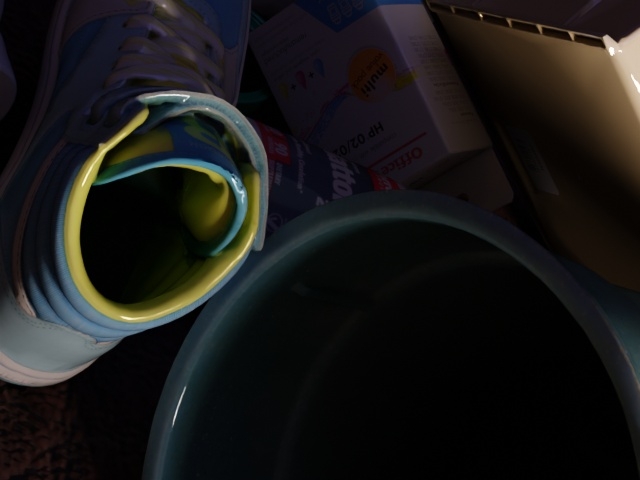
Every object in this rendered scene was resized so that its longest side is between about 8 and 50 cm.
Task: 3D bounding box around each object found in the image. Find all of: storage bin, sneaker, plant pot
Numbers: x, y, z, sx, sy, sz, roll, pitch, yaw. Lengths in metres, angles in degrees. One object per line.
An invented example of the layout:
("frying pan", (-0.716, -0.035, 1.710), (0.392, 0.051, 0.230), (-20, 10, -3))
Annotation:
("storage bin", (0.213, -0.072, 1.284), (0.123, 0.260, 0.262), (-36, 115, -13))
("sneaker", (-0.078, -0.075, 1.063), (0.127, 0.208, 0.319), (26, 69, -24))
("plant pot", (0.136, 0.163, 1.065), (0.334, 0.341, 0.341), (9, 52, -46))

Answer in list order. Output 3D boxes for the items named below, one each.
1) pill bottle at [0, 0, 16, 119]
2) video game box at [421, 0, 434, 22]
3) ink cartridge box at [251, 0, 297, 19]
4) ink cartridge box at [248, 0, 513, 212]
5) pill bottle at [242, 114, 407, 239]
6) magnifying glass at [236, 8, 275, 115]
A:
("pill bottle", (-0.252, -0.165, 1.127), (0.121, 0.121, 0.221), (0, 59, -41))
("video game box", (0.112, -0.271, 1.459), (0.048, 0.205, 0.187), (29, 44, -22))
("ink cartridge box", (0.040, -0.264, 1.383), (0.093, 0.219, 0.160), (23, 47, -30))
("ink cartridge box", (0.040, -0.083, 1.304), (0.061, 0.104, 0.181), (-12, 73, -57))
("pill bottle", (0.000, 0.000, 1.221), (0.180, 0.108, 0.108), (22, 47, -27))
("magnifying glass", (-0.099, -0.098, 1.282), (0.092, 0.026, 0.231), (47, 39, 0))
